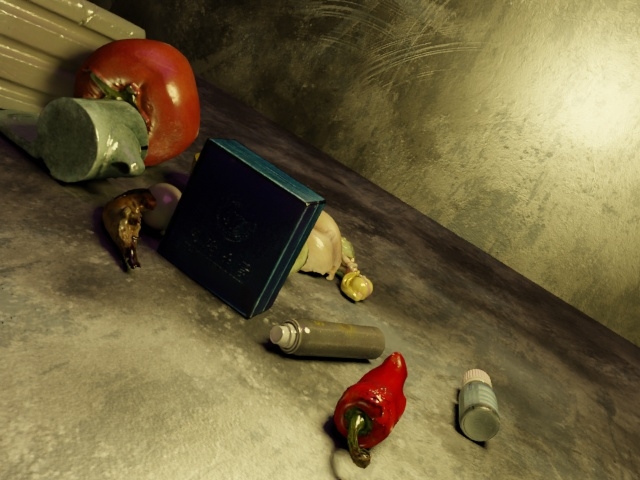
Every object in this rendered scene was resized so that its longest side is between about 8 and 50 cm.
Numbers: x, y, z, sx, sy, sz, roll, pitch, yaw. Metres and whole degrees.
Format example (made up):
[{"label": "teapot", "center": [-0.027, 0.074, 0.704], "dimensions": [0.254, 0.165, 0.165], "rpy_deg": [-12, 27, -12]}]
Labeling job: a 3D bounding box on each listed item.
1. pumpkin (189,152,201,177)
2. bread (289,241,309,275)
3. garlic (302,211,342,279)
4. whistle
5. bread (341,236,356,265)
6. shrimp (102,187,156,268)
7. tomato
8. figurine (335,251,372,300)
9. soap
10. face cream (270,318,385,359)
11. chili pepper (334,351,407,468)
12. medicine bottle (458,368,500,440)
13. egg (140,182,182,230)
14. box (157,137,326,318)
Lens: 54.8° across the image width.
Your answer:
[{"label": "pumpkin", "center": [-0.289, -0.134, 1.715], "dimensions": [0.217, 0.110, 0.217], "rpy_deg": [39, 10, -8]}, {"label": "bread", "center": [-0.153, -0.006, 1.496], "dimensions": [0.266, 0.040, 0.267], "rpy_deg": [12, 38, -9]}, {"label": "garlic", "center": [-0.027, -0.005, 1.658], "dimensions": [0.228, 0.110, 0.217], "rpy_deg": [36, 42, -9]}, {"label": "whistle", "center": [-0.586, -0.231, 1.453], "dimensions": [0.404, 0.188, 0.168], "rpy_deg": [0, 10, 26]}, {"label": "bread", "center": [0.000, 0.000, 1.810], "dimensions": [0.232, 0.088, 0.128], "rpy_deg": [33, 26, -11]}, {"label": "shrimp", "center": [-0.384, -0.042, 1.264], "dimensions": [0.262, 0.117, 0.066], "rpy_deg": [48, -8, 47]}, {"label": "tomato", "center": [-0.491, -0.378, 1.693], "dimensions": [0.341, 0.341, 0.273], "rpy_deg": [28, 23, -4]}, {"label": "figurine", "center": [0.080, 0.101, 1.677], "dimensions": [0.083, 0.083, 0.187], "rpy_deg": [17, 27, -34]}, {"label": "soap", "center": [-0.750, -0.523, 1.702], "dimensions": [0.213, 0.350, 0.435], "rpy_deg": [32, 14, 36]}, {"label": "face cream", "center": [0.017, 0.203, 1.270], "dimensions": [0.283, 0.073, 0.073], "rpy_deg": [13, 24, -42]}, {"label": "chili pepper", "center": [0.103, 0.286, 1.120], "dimensions": [0.110, 0.110, 0.387], "rpy_deg": [33, 16, 13]}, {"label": "medicine bottle", "center": [0.343, 0.351, 1.350], "dimensions": [0.083, 0.083, 0.203], "rpy_deg": [30, 18, 2]}, {"label": "egg", "center": [-0.361, -0.077, 1.411], "dimensions": [0.103, 0.103, 0.135], "rpy_deg": [23, 19, -20]}, {"label": "box", "center": [-0.169, -0.029, 1.286], "dimensions": [0.261, 0.279, 0.116], "rpy_deg": [33, 19, 14]}]
